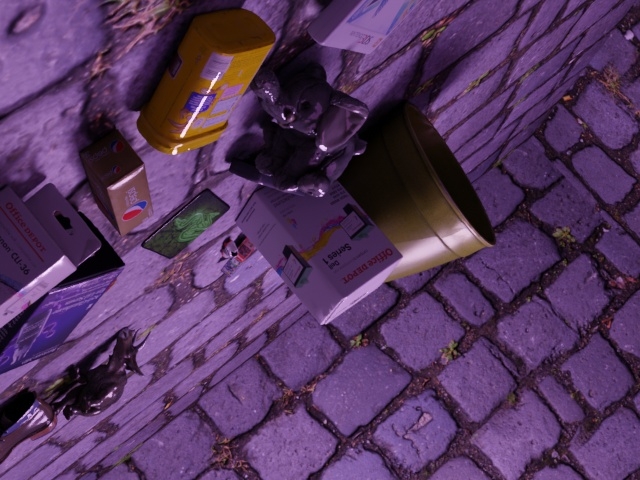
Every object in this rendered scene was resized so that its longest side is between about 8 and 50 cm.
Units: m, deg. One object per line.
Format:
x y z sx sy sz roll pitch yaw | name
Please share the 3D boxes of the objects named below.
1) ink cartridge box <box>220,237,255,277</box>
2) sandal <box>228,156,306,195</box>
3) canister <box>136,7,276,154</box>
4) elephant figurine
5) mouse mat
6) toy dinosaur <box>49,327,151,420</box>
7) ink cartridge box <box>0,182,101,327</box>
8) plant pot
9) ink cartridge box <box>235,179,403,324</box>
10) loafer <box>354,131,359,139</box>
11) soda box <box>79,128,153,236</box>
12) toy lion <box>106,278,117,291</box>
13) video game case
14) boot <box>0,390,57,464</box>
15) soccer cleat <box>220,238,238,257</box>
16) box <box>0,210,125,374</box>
-0.170 0.027 1.971 0.115 0.029 0.063 -48 -178 38 | ink cartridge box
-0.077 -0.122 1.584 0.254 0.097 0.054 2 109 -76 | sandal
-0.139 -0.195 1.096 0.126 0.073 0.170 -28 163 -49 | canister
-0.011 -0.193 1.382 0.239 0.169 0.186 102 7 -48 | elephant figurine
-0.238 -0.026 1.618 0.152 0.007 0.189 -41 170 0 | mouse mat
-0.478 0.326 1.913 0.160 0.121 0.313 -3 139 -51 | toy dinosaur
-0.370 0.020 1.044 0.198 0.115 0.067 -40 169 -11 | ink cartridge box
0.147 -0.059 2.024 0.353 0.366 0.366 -32 172 18 | plant pot
0.000 0.000 1.815 0.201 0.278 0.117 -32 167 -41 | ink cartridge box
0.006 -0.171 1.775 0.170 0.062 0.061 -41 148 -18 | loafer
-0.265 -0.072 1.183 0.058 0.061 0.181 -37 169 -16 | soda box
-0.387 0.092 1.522 0.100 0.034 0.096 -48 175 34 | toy lion
0.142 -0.395 1.268 0.329 0.036 0.300 -44 176 17 | video game case
-0.630 0.372 1.755 0.219 0.082 0.106 -32 145 -23 | boot
-0.190 0.025 1.907 0.029 0.035 0.083 -37 169 -22 | soccer cleat
-0.392 0.075 1.211 0.207 0.108 0.153 -47 168 28 | box
